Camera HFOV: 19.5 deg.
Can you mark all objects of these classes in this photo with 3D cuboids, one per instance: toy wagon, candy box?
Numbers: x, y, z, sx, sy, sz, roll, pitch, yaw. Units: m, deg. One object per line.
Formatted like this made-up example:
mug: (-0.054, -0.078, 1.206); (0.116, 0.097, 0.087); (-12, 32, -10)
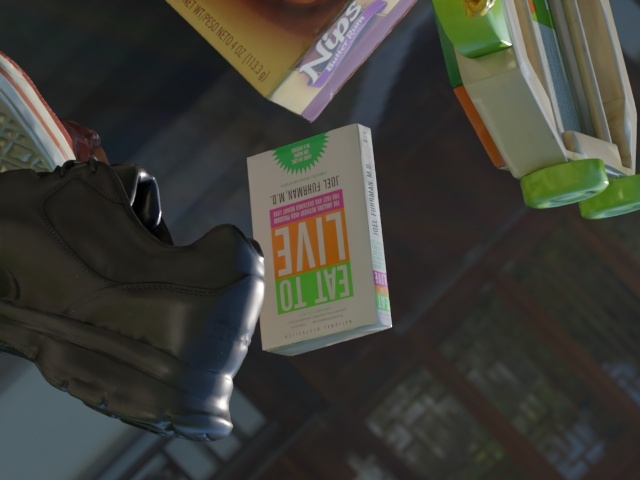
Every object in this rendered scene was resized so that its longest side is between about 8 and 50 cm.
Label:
toy wagon: (0.132, -0.152, 1.231); (0.068, 0.267, 0.344); (-17, 170, 24)
candy box: (-0.037, -0.148, 0.721); (0.109, 0.187, 0.053); (-48, 160, 9)

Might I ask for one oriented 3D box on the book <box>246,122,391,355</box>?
book: (0.000, 0.000, 1.310); (0.096, 0.144, 0.035); (-17, 161, 32)

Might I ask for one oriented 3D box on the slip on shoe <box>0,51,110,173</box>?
slip on shoe: (-0.185, -0.038, 1.179); (0.331, 0.123, 0.101); (64, 29, -60)

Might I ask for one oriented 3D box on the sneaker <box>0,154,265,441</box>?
sneaker: (-0.152, 0.007, 1.017); (0.130, 0.286, 0.109); (-67, 161, -4)
